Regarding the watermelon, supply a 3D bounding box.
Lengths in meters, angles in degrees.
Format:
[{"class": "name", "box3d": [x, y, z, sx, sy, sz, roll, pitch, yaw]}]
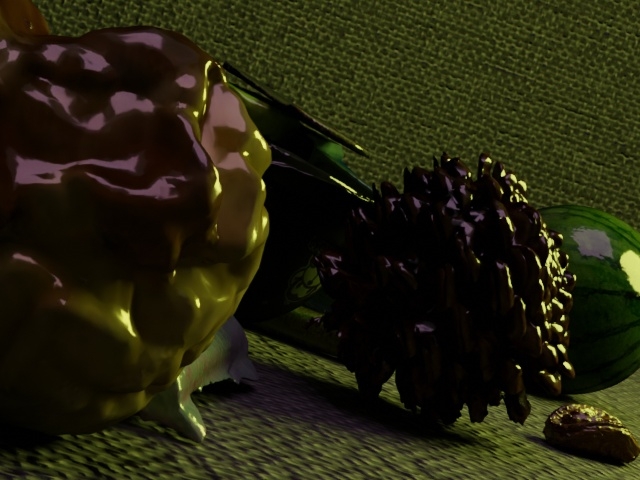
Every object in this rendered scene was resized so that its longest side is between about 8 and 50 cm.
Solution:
[{"class": "watermelon", "box3d": [0.236, 0.059, 1.850, 0.214, 0.188, 0.188, -1, -5, 28]}]

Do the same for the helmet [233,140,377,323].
[{"class": "helmet", "box3d": [-0.087, -0.010, 1.560, 0.279, 0.160, 0.230, 23, -6, 28]}]

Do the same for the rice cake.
[{"class": "rice cake", "box3d": [-0.089, 0.083, 1.226, 0.081, 0.051, 0.290, 51, 7, 1]}]

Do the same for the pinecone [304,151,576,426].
[{"class": "pinecone", "box3d": [0.093, 0.040, 1.432, 0.221, 0.221, 0.221, 17, 5, -1]}]

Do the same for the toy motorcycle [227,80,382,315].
[{"class": "toy motorcycle", "box3d": [0.000, 0.000, 1.771, 0.326, 0.191, 0.200, 29, 6, 18]}]

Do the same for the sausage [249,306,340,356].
[{"class": "sausage", "box3d": [-0.052, 0.062, 1.649, 0.269, 0.033, 0.033, 19, 5, 20]}]

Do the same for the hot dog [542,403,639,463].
[{"class": "hot dog", "box3d": [0.223, 0.157, 1.534, 0.083, 0.035, 0.058, 16, 9, -22]}]

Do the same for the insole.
[{"class": "insole", "box3d": [-0.024, -0.125, 1.760, 0.119, 0.009, 0.348, 29, 5, -17]}]

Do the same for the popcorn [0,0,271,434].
[{"class": "popcorn", "box3d": [-0.186, -0.012, 1.021, 0.265, 0.225, 0.332, 28, -24, -34]}]
